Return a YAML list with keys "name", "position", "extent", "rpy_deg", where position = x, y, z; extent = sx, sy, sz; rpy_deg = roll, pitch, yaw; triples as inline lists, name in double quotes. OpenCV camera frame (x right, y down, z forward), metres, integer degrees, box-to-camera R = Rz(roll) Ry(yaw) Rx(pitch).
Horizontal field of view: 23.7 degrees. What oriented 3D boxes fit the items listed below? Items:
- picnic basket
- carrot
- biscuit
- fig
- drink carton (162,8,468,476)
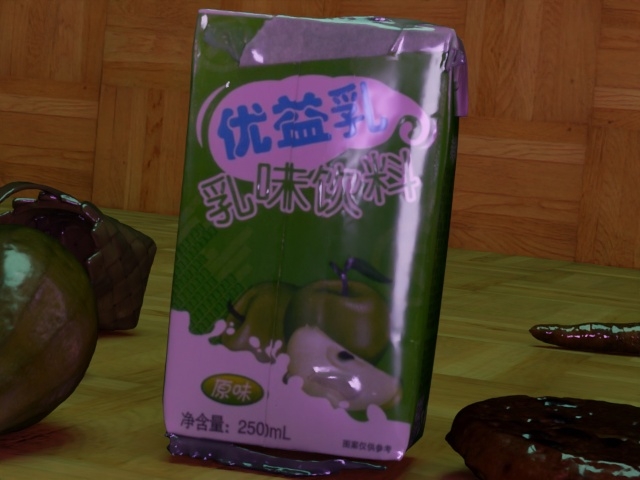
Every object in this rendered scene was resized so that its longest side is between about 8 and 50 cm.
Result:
- name: "picnic basket"
  position: [-0.251, 0.015, 1.359]
  extent: [0.138, 0.128, 0.178]
  rpy_deg: [6, -6, 34]
- name: "carrot"
  position: [0.296, 0.099, 1.565]
  extent: [0.165, 0.035, 0.035]
  rpy_deg: [3, 4, -3]
- name: "biscuit"
  position: [0.168, 0.129, 0.898]
  extent: [0.192, 0.049, 0.192]
  rpy_deg: [6, 3, 0]
- name: "fig"
  position: [-0.204, 0.081, 0.914]
  extent: [0.133, 0.184, 0.126]
  rpy_deg: [1, -35, 4]
- name: "drink carton"
  position: [0.000, 0.000, 0.927]
  extent: [0.161, 0.271, 0.108]
  rpy_deg: [6, 3, 8]
